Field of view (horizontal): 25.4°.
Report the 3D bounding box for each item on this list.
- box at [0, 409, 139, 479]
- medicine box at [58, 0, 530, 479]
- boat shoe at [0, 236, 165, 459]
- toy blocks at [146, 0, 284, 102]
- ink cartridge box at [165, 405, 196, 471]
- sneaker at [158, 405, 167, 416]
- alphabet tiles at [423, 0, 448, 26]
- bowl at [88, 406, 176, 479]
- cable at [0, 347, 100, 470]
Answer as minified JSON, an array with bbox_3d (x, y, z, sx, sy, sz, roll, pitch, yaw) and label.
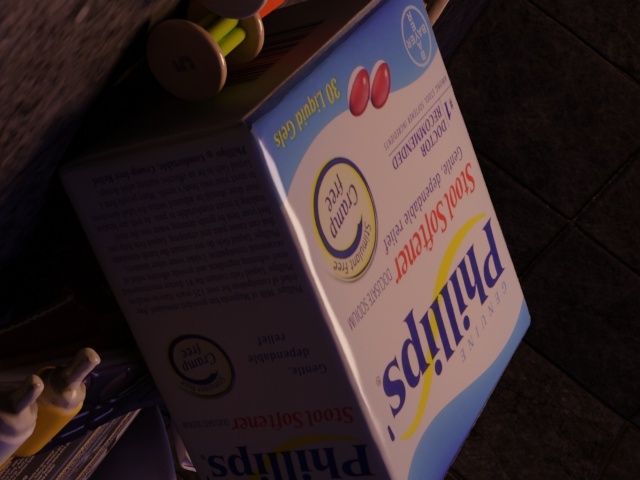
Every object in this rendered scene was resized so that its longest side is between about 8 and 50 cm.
[{"bbox_3d":[-0.268,0.207,1.265,0.395,0.097,0.318,-51,179,-18],"label":"box"},{"bbox_3d":[0.001,0.009,0.964,0.149,0.289,0.263,-10,-157,32],"label":"medicine box"},{"bbox_3d":[-0.164,0.064,0.982,0.123,0.116,0.324,-41,164,30],"label":"boat shoe"},{"bbox_3d":[-0.033,-0.161,0.849,0.148,0.054,0.123,-50,176,-46],"label":"toy blocks"},{"bbox_3d":[-0.079,0.107,1.476,0.273,0.114,0.198,-126,-125,-70],"label":"ink cartridge box"},{"bbox_3d":[-0.214,0.167,1.730,0.084,0.097,0.234,-2,170,-32],"label":"sneaker"},{"bbox_3d":[0.074,-0.193,1.444,0.278,0.021,0.284,-57,-171,34],"label":"alphabet tiles"},{"bbox_3d":[-0.255,0.300,1.570,0.134,0.298,0.298,-4,154,-22],"label":"bowl"},{"bbox_3d":[-0.231,0.148,0.822,0.139,0.072,0.287,-9,145,-36],"label":"cable"}]
